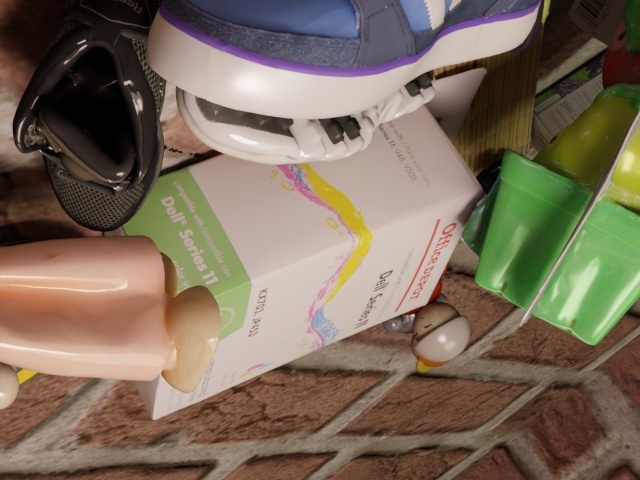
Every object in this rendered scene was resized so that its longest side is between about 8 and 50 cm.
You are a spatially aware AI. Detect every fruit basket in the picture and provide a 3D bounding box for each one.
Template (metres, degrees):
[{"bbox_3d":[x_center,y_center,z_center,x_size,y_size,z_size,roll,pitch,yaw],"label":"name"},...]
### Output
[{"bbox_3d":[0.247,-0.099,1.131,0.327,0.165,0.353,-9,120,-77],"label":"fruit basket"}]

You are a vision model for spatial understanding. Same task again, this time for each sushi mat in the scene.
[{"bbox_3d":[0.134,-0.118,1.275,0.151,0.019,0.316,-30,159,-8],"label":"sushi mat"}]

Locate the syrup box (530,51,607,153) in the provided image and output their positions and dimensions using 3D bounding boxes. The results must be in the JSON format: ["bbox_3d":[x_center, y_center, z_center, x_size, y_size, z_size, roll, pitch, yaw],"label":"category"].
[{"bbox_3d":[0.331,-0.148,1.394,0.237,0.096,0.093,-34,161,-2],"label":"syrup box"}]

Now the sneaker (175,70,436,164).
[{"bbox_3d":[-0.021,-0.093,0.943,0.118,0.110,0.292,-28,178,27],"label":"sneaker"}]

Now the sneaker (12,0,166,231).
[{"bbox_3d":[-0.140,-0.060,0.833,0.227,0.087,0.130,116,-7,-50],"label":"sneaker"}]

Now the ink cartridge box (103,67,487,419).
[{"bbox_3d":[0.000,0.000,1.170,0.353,0.119,0.207,-22,157,-22],"label":"ink cartridge box"}]

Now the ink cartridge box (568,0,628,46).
[{"bbox_3d":[0.327,-0.286,1.178,0.232,0.066,0.189,-41,164,-30],"label":"ink cartridge box"}]

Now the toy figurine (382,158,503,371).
[{"bbox_3d":[0.156,0.036,1.422,0.213,0.148,0.209,-30,167,-6],"label":"toy figurine"}]

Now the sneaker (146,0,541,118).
[{"bbox_3d":[0.046,-0.212,0.770,0.323,0.130,0.236,-21,134,-45],"label":"sneaker"}]

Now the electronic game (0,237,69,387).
[{"bbox_3d":[-0.264,0.074,1.064,0.229,0.048,0.229,-29,159,-12],"label":"electronic game"}]

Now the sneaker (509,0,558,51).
[{"bbox_3d":[0.159,-0.238,1.010,0.097,0.084,0.234,-51,169,-27],"label":"sneaker"}]

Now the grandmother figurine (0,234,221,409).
[{"bbox_3d":[-0.247,0.039,0.855,0.342,0.208,0.104,4,98,-33],"label":"grandmother figurine"}]
